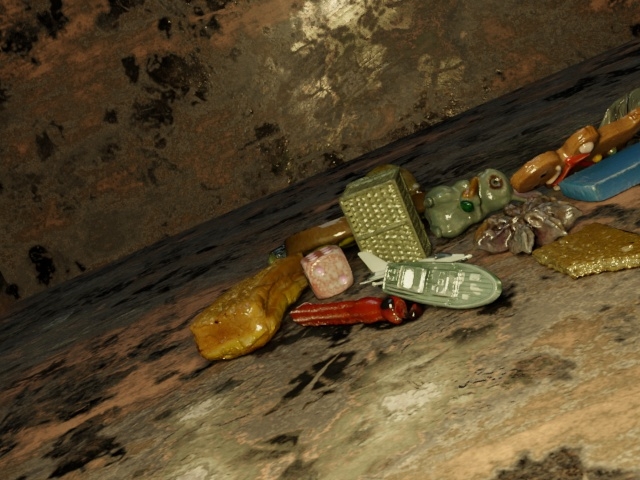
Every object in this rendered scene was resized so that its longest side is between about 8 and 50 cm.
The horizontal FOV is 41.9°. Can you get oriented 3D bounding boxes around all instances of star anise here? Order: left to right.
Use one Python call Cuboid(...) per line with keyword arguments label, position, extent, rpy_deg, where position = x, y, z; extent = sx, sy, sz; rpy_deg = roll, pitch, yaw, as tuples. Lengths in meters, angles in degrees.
Cuboid(label="star anise", position=(0.384, -0.032, 1.551), extent=(0.197, 0.073, 0.212), rpy_deg=(-33, 17, -29))

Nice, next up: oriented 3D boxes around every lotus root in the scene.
Cuboid(label="lotus root", position=(0.197, -0.141, 2.274), extent=(0.214, 0.138, 0.138), rpy_deg=(1, 26, 48))

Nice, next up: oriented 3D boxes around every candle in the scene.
Cuboid(label="candle", position=(0.051, 0.131, 1.542), extent=(0.048, 0.051, 0.329), rpy_deg=(-30, 12, -38))

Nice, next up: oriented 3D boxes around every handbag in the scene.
Cuboid(label="handbag", position=(0.739, -0.293, 1.894), extent=(0.183, 0.117, 0.270), rpy_deg=(-26, 0, -2))

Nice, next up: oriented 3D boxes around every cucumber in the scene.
Cuboid(label="cucumber", position=(-0.001, -0.001, 2.210), extent=(0.300, 0.072, 0.072), rpy_deg=(-28, 12, -22))

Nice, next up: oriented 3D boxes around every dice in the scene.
Cuboid(label="dice", position=(0.015, 0.067, 1.800), extent=(0.094, 0.091, 0.093), rpy_deg=(-26, 11, -6))

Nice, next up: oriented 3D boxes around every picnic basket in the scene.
Cuboid(label="picnic basket", position=(0.142, -0.042, 1.777), extent=(0.134, 0.196, 0.154), rpy_deg=(-21, 11, 19))

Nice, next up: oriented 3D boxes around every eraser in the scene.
Cuboid(label="eraser", position=(0.646, -0.160, 1.678), extent=(0.312, 0.042, 0.144), rpy_deg=(-26, 12, -7))

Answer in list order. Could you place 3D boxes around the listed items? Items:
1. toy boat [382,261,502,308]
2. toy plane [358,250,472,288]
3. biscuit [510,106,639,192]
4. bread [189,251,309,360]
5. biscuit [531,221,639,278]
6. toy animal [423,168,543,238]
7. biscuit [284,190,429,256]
Cuboid(label="toy boat", position=(0.198, 0.072, 1.399), extent=(0.085, 0.078, 0.260), rpy_deg=(16, -8, -38))
Cuboid(label="toy plane", position=(0.177, 0.062, 1.575), extent=(0.234, 0.082, 0.160), rpy_deg=(1, 13, 31))
Cuboid(label="biscuit", position=(0.537, -0.170, 1.745), extent=(0.324, 0.049, 0.205), rpy_deg=(-19, -23, -21))
Cuboid(label="bread", position=(-0.140, 0.137, 1.775), extent=(0.185, 0.109, 0.380), rpy_deg=(-25, 9, 21))
Cuboid(label="biscuit", position=(0.437, 0.021, 1.325), extent=(0.131, 0.026, 0.237), rpy_deg=(-27, 12, -4))
Cuboid(label="toy animal", position=(0.349, -0.094, 1.816), extent=(0.251, 0.125, 0.127), rpy_deg=(-18, 40, -2))
Cuboid(label="biscuit", position=(0.105, -0.028, 2.035), extent=(0.394, 0.070, 0.350), rpy_deg=(-19, -3, 0))
